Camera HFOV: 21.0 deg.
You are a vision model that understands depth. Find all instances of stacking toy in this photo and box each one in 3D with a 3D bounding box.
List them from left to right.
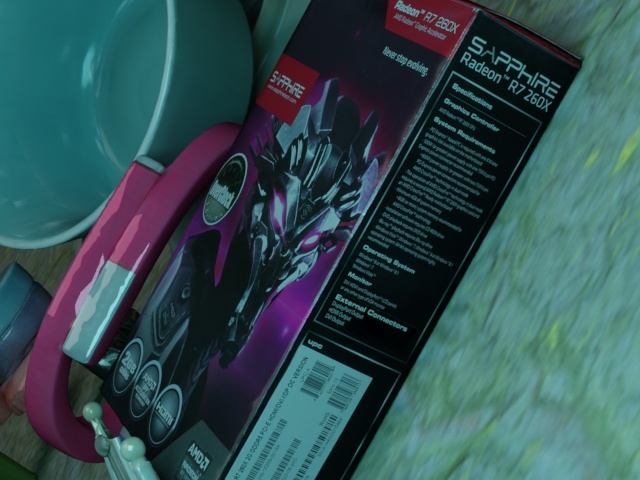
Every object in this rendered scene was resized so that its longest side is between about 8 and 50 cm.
[{"bbox_3d":[-0.391,0.162,1.779,0.309,0.130,0.279,-36,22,54],"label":"stacking toy"}]

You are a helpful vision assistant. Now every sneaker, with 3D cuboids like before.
[{"bbox_3d":[-0.208,0.100,1.726,0.077,0.072,0.178,-54,21,-7],"label":"sneaker"}]

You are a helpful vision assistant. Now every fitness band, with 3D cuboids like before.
[{"bbox_3d":[-0.127,0.039,1.348,0.291,0.054,0.209,-60,-20,-6],"label":"fitness band"}]

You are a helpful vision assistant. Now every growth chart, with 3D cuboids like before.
[{"bbox_3d":[-0.110,0.195,1.167,0.021,0.172,0.237,-27,5,-13],"label":"growth chart"}]

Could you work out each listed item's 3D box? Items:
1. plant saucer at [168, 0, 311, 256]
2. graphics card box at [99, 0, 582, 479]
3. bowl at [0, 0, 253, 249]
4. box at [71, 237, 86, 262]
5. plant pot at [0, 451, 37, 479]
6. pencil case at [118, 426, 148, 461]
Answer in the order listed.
[{"bbox_3d":[-0.057,-0.137,1.585,0.400,0.100,0.400,-54,19,28],"label":"plant saucer"},{"bbox_3d":[0.000,0.000,1.156,0.371,0.094,0.233,-62,28,6],"label":"graphics card box"},{"bbox_3d":[-0.174,-0.141,1.445,0.311,0.163,0.311,-5,82,42],"label":"bowl"},{"bbox_3d":[-0.268,-0.033,2.177,0.081,0.028,0.136,-36,33,57],"label":"box"},{"bbox_3d":[-0.355,0.264,1.885,0.083,0.079,0.083,-53,19,27],"label":"plant pot"},{"bbox_3d":[-0.077,0.090,1.327,0.088,0.086,0.206,25,89,39],"label":"pencil case"}]
